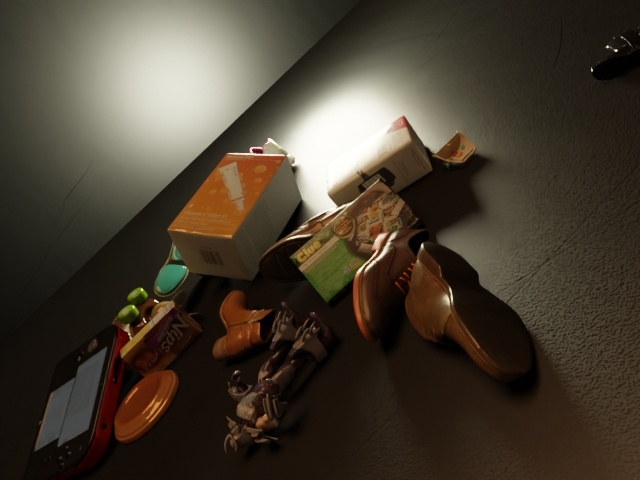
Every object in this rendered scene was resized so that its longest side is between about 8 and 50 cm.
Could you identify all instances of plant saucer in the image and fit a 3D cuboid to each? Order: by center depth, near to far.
[{"bbox_3d":[-0.425,0.391,1.439,0.200,0.037,0.200,-34,24,18],"label":"plant saucer"}]

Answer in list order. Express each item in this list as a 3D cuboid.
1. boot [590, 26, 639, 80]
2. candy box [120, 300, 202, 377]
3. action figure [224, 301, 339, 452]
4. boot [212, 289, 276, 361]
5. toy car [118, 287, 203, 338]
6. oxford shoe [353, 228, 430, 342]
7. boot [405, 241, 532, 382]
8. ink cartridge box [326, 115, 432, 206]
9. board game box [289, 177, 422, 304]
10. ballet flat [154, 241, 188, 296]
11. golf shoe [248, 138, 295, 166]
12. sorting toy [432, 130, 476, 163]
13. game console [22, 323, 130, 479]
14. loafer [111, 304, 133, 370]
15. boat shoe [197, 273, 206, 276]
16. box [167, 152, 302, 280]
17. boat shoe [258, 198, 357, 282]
[{"bbox_3d":[0.584,-0.367,1.175,0.121,0.045,0.099,-23,31,22],"label":"boot"},{"bbox_3d":[-0.411,0.260,1.551,0.186,0.109,0.053,-44,24,-7],"label":"candy box"},{"bbox_3d":[-0.092,0.256,1.086,0.185,0.099,0.285,2,51,51],"label":"action figure"},{"bbox_3d":[-0.160,0.178,1.359,0.152,0.073,0.197,-27,40,33],"label":"boot"},{"bbox_3d":[-0.419,0.200,1.632,0.188,0.155,0.149,-23,29,18],"label":"toy car"},{"bbox_3d":[0.132,0.066,1.071,0.098,0.097,0.271,-17,33,33],"label":"oxford shoe"},{"bbox_3d":[0.208,0.123,0.889,0.305,0.112,0.115,-113,42,-61],"label":"boot"},{"bbox_3d":[0.138,-0.177,1.464,0.237,0.100,0.172,-32,25,19],"label":"ink cartridge box"},{"bbox_3d":[0.073,0.001,1.254,0.259,0.030,0.136,-41,67,1],"label":"board game box"},{"bbox_3d":[-0.423,0.086,1.779,0.086,0.086,0.249,-24,37,35],"label":"ballet flat"},{"bbox_3d":[-0.228,-0.263,2.132,0.306,0.140,0.115,-24,30,37],"label":"golf shoe"},{"bbox_3d":[0.304,-0.194,1.319,0.083,0.045,0.075,-44,31,-6],"label":"sorting toy"},{"bbox_3d":[-0.641,0.431,1.560,0.341,0.060,0.387,-28,42,27],"label":"game console"},{"bbox_3d":[-0.564,0.285,1.762,0.101,0.092,0.269,-30,29,22],"label":"loafer"},{"bbox_3d":[-0.324,0.058,1.801,0.223,0.080,0.073,-14,41,55],"label":"boat shoe"},{"bbox_3d":[-0.230,-0.076,1.689,0.214,0.168,0.345,5,46,25],"label":"box"},{"bbox_3d":[0.000,0.000,1.386,0.307,0.111,0.104,-24,24,15],"label":"boat shoe"}]
